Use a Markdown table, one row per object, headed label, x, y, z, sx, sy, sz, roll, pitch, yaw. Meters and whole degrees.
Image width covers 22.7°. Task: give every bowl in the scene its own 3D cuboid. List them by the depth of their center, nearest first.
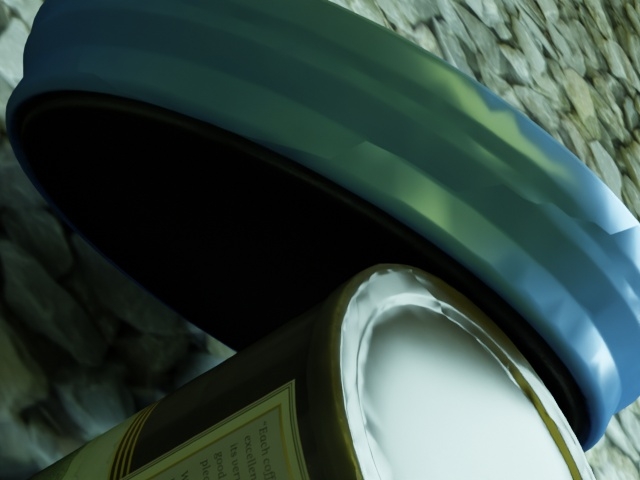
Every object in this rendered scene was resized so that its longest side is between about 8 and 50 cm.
| label | x | y | z | sx | sy | sz | roll | pitch | yaw |
| --- | --- | --- | --- | --- | --- | --- | --- | --- | --- |
| bowl | 0.000 | 0.000 | 0.875 | 0.391 | 0.391 | 0.077 | 41 | 68 | -30 |

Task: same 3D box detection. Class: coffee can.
| label | x | y | z | sx | sy | sz | roll | pitch | yaw |
| --- | --- | --- | --- | --- | --- | --- | --- | --- | --- |
| coffee can | -0.033 | 0.162 | 0.714 | 0.201 | 0.275 | 0.201 | 40 | 32 | -32 |
